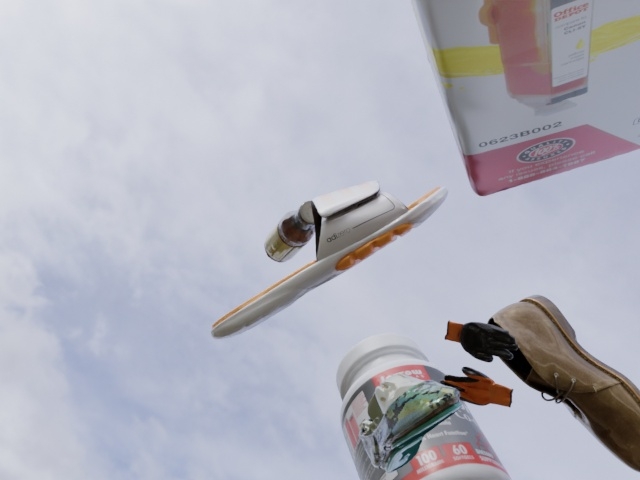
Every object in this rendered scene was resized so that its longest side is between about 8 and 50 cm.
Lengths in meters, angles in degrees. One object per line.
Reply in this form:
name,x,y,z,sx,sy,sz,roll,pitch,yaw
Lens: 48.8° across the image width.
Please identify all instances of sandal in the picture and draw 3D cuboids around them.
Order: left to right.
sandal,0.001,-0.001,0.665,0.076,0.265,0.102,59,-10,4

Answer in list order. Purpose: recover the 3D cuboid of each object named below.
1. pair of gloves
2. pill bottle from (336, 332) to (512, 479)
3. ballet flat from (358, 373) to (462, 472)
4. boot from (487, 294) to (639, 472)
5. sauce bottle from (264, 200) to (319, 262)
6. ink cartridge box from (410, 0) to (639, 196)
pair of gloves,0.156,0.122,0.699,0.074,0.010,0.083,8,-83,28
pill bottle,0.151,0.325,1.155,0.210,0.363,0.210,-7,-60,-12
ballet flat,0.069,0.155,0.625,0.070,0.070,0.188,29,-33,7
boot,0.352,0.212,1.001,0.305,0.115,0.112,51,-43,33
sauce bottle,-0.028,-0.010,0.780,0.042,0.042,0.128,42,-27,-4
ink cartridge box,0.186,-0.196,0.431,0.279,0.160,0.385,-16,-21,13
